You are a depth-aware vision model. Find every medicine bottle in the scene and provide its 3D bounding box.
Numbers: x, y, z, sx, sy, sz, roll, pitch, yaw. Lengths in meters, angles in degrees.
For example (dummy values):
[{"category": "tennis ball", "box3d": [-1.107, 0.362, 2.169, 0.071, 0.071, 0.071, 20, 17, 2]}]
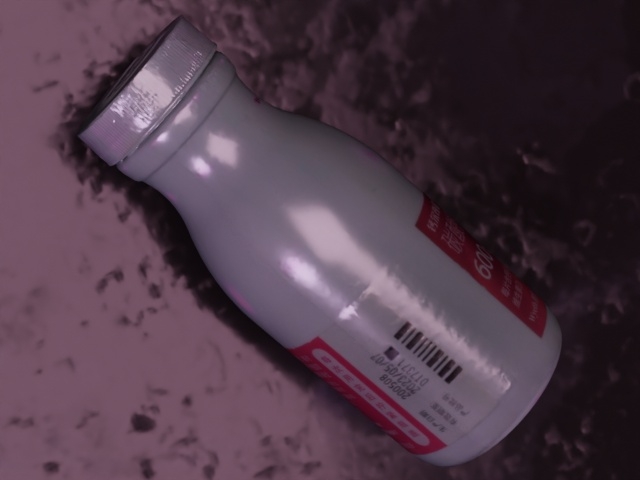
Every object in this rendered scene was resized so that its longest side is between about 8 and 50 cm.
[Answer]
[{"category": "medicine bottle", "box3d": [0.000, 0.000, 0.644, 0.217, 0.090, 0.090, 41, 79, -13]}]
